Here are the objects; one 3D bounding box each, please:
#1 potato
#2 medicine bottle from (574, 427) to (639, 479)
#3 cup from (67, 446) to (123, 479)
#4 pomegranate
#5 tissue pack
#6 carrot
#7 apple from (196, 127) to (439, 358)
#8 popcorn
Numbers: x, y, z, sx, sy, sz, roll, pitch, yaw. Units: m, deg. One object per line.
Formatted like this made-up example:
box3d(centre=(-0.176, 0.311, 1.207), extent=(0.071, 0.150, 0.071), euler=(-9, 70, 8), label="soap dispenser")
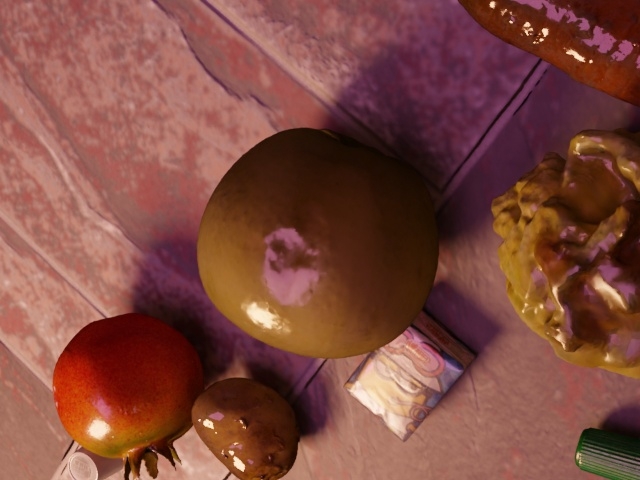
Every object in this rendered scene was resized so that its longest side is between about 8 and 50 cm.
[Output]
box3d(centre=(-0.106, 0.269, 1.468), extent=(0.137, 0.137, 0.176), euler=(-14, 114, 33), label="potato")
box3d(centre=(0.454, 0.284, 1.184), extent=(0.309, 0.076, 0.111), euler=(12, 107, 26), label="medicine bottle")
box3d(centre=(-0.351, 0.337, 1.652), extent=(0.074, 0.116, 0.104), euler=(17, 108, 22), label="cup")
box3d(centre=(-0.278, 0.235, 1.496), extent=(0.221, 0.221, 0.257), euler=(-30, 65, 34), label="pomegranate")
box3d(centre=(0.115, 0.175, 1.347), extent=(0.115, 0.065, 0.155), euler=(40, 123, 11), label="tissue pack")
box3d(centre=(0.257, -0.250, 1.071), extent=(0.302, 0.138, 0.139), euler=(36, 122, 14), label="carrot")
box3d(centre=(0.000, 0.000, 1.217), extent=(0.292, 0.292, 0.254), euler=(24, 103, 21), label="apple")
box3d(centre=(0.312, 0.010, 1.071), extent=(0.293, 0.237, 0.293), euler=(10, 114, 23), label="popcorn")
